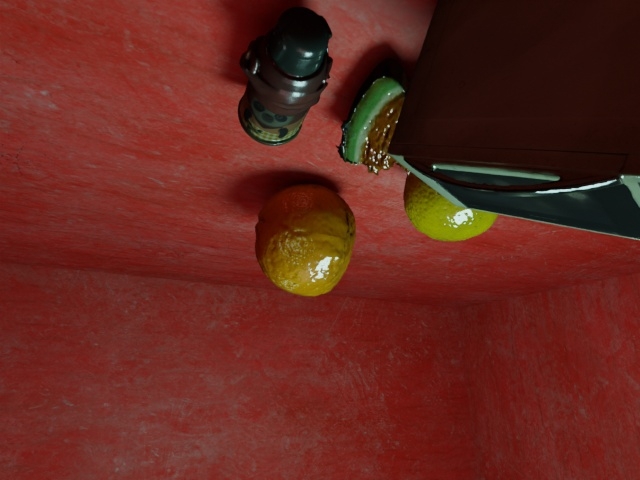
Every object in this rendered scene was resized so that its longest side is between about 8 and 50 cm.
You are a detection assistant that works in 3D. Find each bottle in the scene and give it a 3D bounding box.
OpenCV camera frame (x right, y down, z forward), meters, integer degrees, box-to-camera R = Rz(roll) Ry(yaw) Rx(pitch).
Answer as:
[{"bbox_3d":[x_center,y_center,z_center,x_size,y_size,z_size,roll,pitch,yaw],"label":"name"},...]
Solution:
[{"bbox_3d":[-0.069,-0.285,0.729,0.156,0.143,0.271,-21,172,-23],"label":"bottle"}]

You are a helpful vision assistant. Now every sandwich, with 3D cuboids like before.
[{"bbox_3d":[0.204,-0.230,0.861,0.301,0.162,0.250,30,149,7],"label":"sandwich"}]

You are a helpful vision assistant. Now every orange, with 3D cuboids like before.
[{"bbox_3d":[-0.054,-0.006,1.261,0.293,0.340,0.340,15,159,-9],"label":"orange"}]

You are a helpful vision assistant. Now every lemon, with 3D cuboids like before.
[{"bbox_3d":[0.335,-0.121,1.056,0.267,0.267,0.267,0,161,0],"label":"lemon"}]

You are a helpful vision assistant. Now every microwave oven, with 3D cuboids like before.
[{"bbox_3d":[0.341,-0.184,0.562,0.247,0.333,0.394,18,-179,-38],"label":"microwave oven"}]
